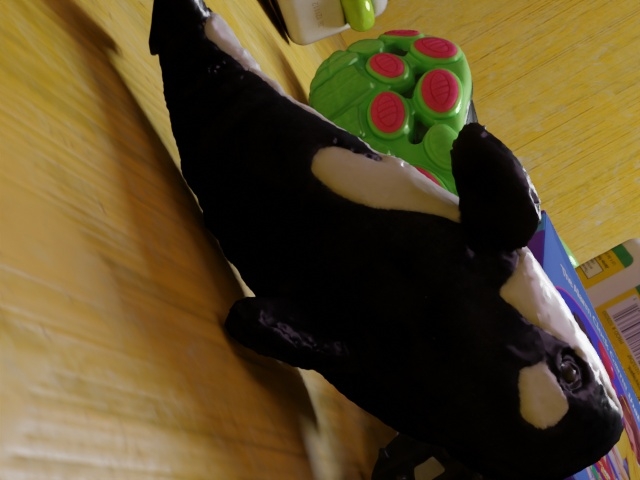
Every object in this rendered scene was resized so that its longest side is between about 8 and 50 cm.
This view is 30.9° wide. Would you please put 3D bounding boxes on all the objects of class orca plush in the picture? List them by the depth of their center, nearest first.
[{"bbox_3d":[0.000,0.000,0.483,0.102,0.151,0.287,-34,91,-47],"label":"orca plush"}]

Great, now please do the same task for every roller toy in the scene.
[{"bbox_3d":[-0.015,-0.348,1.441,0.209,0.146,0.191,-114,-178,-70],"label":"roller toy"}]

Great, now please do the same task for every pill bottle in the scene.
[{"bbox_3d":[0.188,0.095,0.919,0.117,0.208,0.117,58,8,-14],"label":"pill bottle"}]

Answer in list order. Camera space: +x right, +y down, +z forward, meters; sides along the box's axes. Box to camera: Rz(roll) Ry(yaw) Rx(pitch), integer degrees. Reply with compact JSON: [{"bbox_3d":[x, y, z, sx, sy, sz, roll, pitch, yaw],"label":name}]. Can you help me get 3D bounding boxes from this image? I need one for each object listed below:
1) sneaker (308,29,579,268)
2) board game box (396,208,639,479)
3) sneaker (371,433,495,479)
[{"bbox_3d":[0.113,-0.033,1.191,0.202,0.185,0.482,80,-7,-52],"label":"sneaker"},{"bbox_3d":[0.172,0.185,0.718,0.347,0.078,0.233,61,22,-17],"label":"board game box"},{"bbox_3d":[0.088,0.175,0.484,0.106,0.078,0.234,54,8,-27],"label":"sneaker"}]
